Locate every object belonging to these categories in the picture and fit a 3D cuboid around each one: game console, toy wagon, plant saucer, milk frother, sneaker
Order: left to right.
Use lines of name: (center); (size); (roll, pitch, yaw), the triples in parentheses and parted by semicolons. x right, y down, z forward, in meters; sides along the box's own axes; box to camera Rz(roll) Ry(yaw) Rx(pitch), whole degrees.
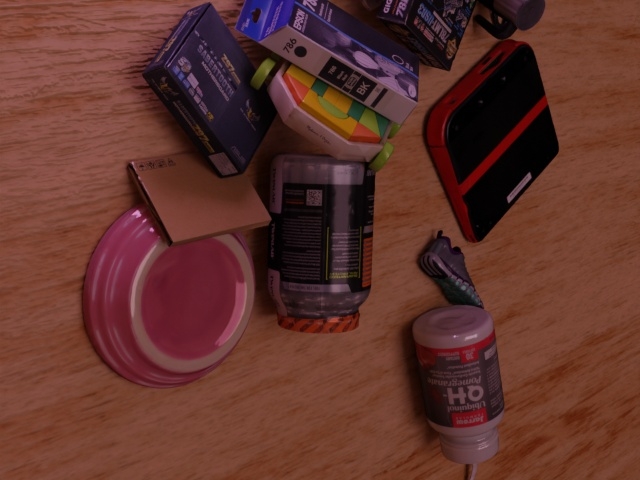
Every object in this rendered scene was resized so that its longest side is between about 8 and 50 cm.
plant saucer: (-0.233, 0.091, 1.547); (0.332, 0.084, 0.332); (-8, 102, -41)
toy wagon: (0.032, -0.271, 1.632); (0.267, 0.068, 0.344); (34, 38, -8)
sneaker: (0.312, 0.075, 2.040); (0.224, 0.083, 0.098); (47, 61, -35)
game console: (0.402, -0.235, 2.099); (0.386, 0.060, 0.342); (-44, 128, -28)
milk frother: (0.427, -0.507, 2.018); (0.143, 0.135, 0.129); (-3, 129, -39)

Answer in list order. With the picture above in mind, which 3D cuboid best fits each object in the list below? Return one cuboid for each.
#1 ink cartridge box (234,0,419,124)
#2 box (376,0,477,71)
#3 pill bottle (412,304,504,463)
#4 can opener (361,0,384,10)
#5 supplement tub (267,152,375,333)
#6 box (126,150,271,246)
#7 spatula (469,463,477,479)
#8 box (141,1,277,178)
ink cartridge box: (0.021, -0.340, 1.587); (0.332, 0.065, 0.165); (26, 39, -16)
box: (0.237, -0.516, 1.797); (0.295, 0.073, 0.293); (17, 95, -63)
pill bottle: (0.308, 0.317, 2.004); (0.176, 0.176, 0.319); (-25, 112, -37)
can opener: (0.175, -0.534, 1.824); (0.280, 0.093, 0.074); (-37, 119, -38)
supplement tub: (0.000, 0.000, 1.669); (0.193, 0.193, 0.316); (-3, 98, -42)
box: (-0.199, -0.077, 1.526); (0.201, 0.021, 0.164); (-14, 65, -40)
spatula: (0.362, 0.545, 2.186); (0.084, 0.030, 0.297); (-3, 98, -43)
box: (-0.175, -0.249, 1.531); (0.233, 0.059, 0.183); (56, 41, -33)
